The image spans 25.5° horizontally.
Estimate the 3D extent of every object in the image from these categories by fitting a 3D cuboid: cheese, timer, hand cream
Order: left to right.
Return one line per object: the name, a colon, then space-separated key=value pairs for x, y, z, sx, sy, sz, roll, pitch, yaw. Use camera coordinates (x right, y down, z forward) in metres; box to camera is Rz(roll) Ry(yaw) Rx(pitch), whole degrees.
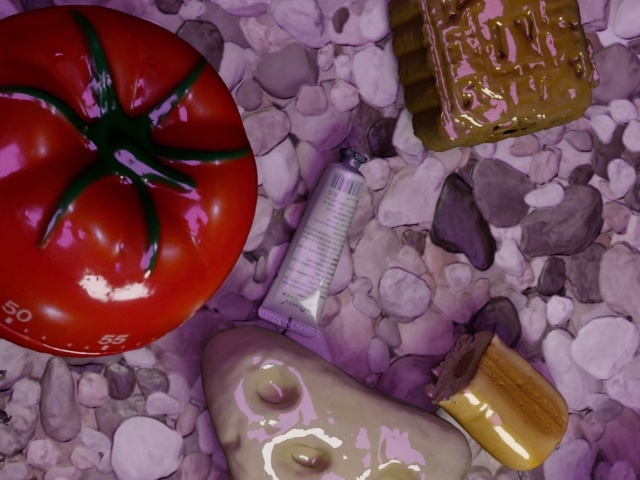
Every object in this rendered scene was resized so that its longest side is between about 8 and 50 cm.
timer: x=-0.261 y=-0.061 z=1.523 sx=0.378 sy=0.279 sz=0.378 roll=16 pitch=61 yaw=-31
cheese: x=-0.034 y=0.303 z=1.690 sx=0.351 sy=0.129 sz=0.328 roll=28 pitch=86 yaw=-11
hand cream: x=0.000 y=0.000 z=1.743 sx=0.080 sy=0.050 sz=0.234 roll=22 pitch=90 yaw=-14

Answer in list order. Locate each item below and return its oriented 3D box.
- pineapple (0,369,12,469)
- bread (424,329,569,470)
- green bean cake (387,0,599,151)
pineapple: x=-0.497 y=0.179 z=1.472 sx=0.352 sy=0.300 sz=0.352 roll=-4 pitch=105 yaw=-15
bread: x=0.223 y=0.204 z=1.770 sx=0.173 sy=0.085 sz=0.134 roll=46 pitch=47 yaw=-11
green bean cake: x=0.213 y=-0.236 z=1.747 sx=0.224 sy=0.131 sz=0.229 roll=-14 pitch=95 yaw=-15
